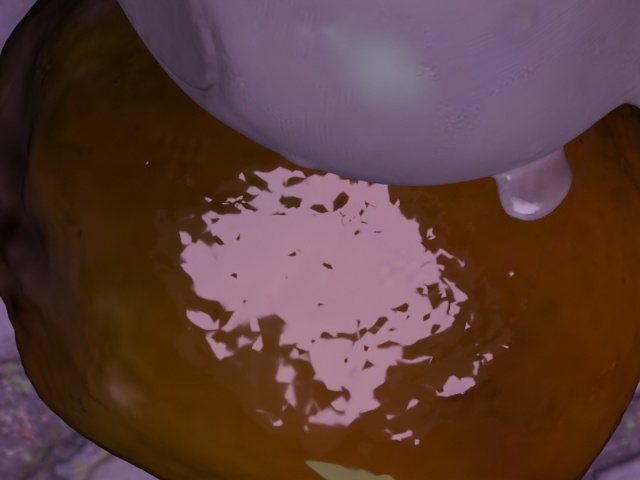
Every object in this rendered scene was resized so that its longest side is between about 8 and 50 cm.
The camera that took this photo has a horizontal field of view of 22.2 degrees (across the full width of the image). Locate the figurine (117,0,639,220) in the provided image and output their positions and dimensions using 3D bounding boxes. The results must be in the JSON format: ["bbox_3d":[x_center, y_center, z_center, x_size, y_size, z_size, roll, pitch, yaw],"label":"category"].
[{"bbox_3d":[0.125,-0.136,0.520,0.394,0.226,0.275,-28,101,-17],"label":"figurine"}]

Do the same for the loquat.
[{"bbox_3d":[0.000,0.000,0.686,0.283,0.276,0.276,3,119,-20],"label":"loquat"}]
